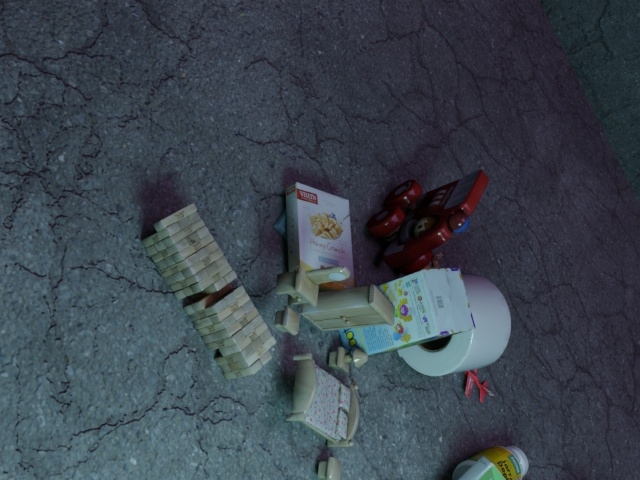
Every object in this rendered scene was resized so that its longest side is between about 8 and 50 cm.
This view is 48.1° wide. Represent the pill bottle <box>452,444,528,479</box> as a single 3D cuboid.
[{"bbox_3d":[0.433,0.585,1.802,0.208,0.117,0.118,-4,76,-46],"label":"pill bottle"}]

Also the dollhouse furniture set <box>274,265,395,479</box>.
[{"bbox_3d":[0.036,0.271,1.433,0.303,0.173,0.356,46,41,-48],"label":"dollhouse furniture set"}]

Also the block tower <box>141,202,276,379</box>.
[{"bbox_3d":[-0.214,0.101,1.387,0.091,0.097,0.335,-37,102,-47],"label":"block tower"}]

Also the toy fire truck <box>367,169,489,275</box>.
[{"bbox_3d":[0.283,-0.056,1.830,0.169,0.254,0.302,52,44,-15],"label":"toy fire truck"}]

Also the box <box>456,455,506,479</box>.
[{"bbox_3d":[0.393,0.694,1.671,0.232,0.058,0.322,-40,106,-9],"label":"box"}]

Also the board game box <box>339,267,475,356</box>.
[{"bbox_3d":[0.183,0.168,1.616,0.142,0.275,0.144,-1,73,-45],"label":"board game box"}]

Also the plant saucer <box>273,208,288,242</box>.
[{"bbox_3d":[-0.030,0.011,1.664,0.192,0.018,0.067,48,46,-20],"label":"plant saucer"}]

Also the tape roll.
[{"bbox_3d":[0.318,0.202,1.762,0.169,0.246,0.246,1,72,-44],"label":"tape roll"}]

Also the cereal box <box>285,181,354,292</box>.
[{"bbox_3d":[0.000,0.000,1.649,0.173,0.047,0.240,16,62,-41],"label":"cereal box"}]

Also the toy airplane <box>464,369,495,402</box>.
[{"bbox_3d":[0.422,0.378,1.947,0.151,0.028,0.151,18,62,-38],"label":"toy airplane"}]

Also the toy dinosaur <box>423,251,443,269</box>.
[{"bbox_3d":[0.310,0.109,1.949,0.092,0.053,0.183,39,40,-6],"label":"toy dinosaur"}]
